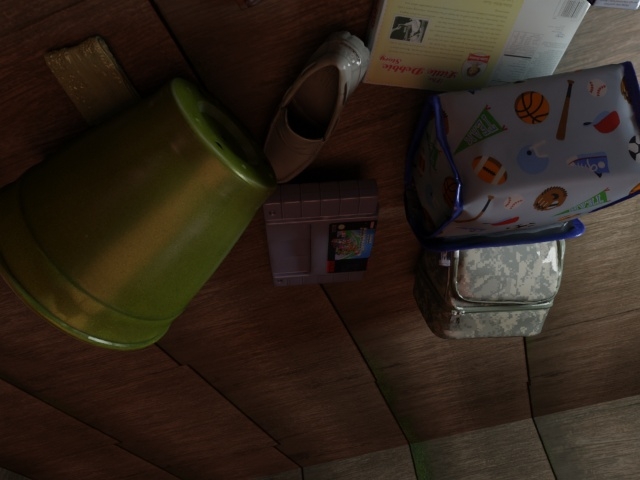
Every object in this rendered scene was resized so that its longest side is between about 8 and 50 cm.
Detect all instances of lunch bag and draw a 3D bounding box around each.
[{"bbox_3d":[0.383,0.073,1.194,0.305,0.212,0.256,1,121,-10],"label":"lunch bag"},{"bbox_3d":[0.334,-0.110,0.933,0.328,0.238,0.385,-7,170,-1],"label":"lunch bag"}]

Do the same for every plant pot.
[{"bbox_3d":[-0.276,-0.069,0.867,0.353,0.366,0.366,-39,130,15],"label":"plant pot"}]

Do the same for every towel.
[{"bbox_3d":[-0.368,-0.256,0.851,0.110,0.027,0.148,-14,139,9],"label":"towel"}]

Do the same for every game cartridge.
[{"bbox_3d":[0.000,0.000,1.112,0.230,0.068,0.355,-1,149,-1],"label":"game cartridge"}]

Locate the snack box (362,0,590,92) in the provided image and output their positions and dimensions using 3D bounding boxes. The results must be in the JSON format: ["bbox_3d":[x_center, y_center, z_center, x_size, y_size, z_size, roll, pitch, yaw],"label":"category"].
[{"bbox_3d":[0.237,-0.330,0.826,0.322,0.060,0.187,3,138,-11],"label":"snack box"}]

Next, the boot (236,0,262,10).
[{"bbox_3d":[-0.082,-0.391,0.733,0.114,0.037,0.106,-16,150,14],"label":"boot"}]

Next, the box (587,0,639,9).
[{"bbox_3d":[0.412,-0.413,0.711,0.072,0.126,0.137,1,137,-7],"label":"box"}]

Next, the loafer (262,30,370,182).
[{"bbox_3d":[-0.031,-0.202,0.867,0.112,0.111,0.319,33,136,-3],"label":"loafer"}]
